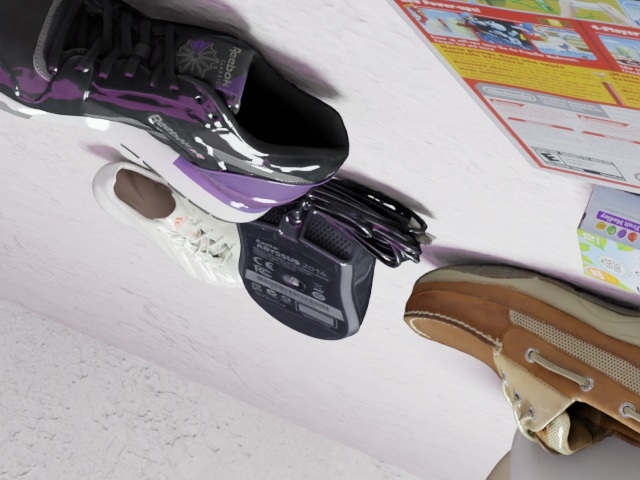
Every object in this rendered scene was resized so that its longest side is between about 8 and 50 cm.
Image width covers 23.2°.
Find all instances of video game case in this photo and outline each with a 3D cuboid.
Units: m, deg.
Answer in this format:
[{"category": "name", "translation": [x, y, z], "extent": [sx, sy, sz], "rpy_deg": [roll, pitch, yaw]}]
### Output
[{"category": "video game case", "translation": [0.138, -0.086, 0.747], "extent": [0.204, 0.025, 0.285], "rpy_deg": [16, 166, 37]}]

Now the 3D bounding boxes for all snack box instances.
[{"category": "snack box", "translation": [0.233, 0.017, 0.969], "extent": [0.141, 0.037, 0.100], "rpy_deg": [21, 166, 18]}]

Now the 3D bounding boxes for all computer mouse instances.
[{"category": "computer mouse", "translation": [0.000, 0.000, 1.306], "extent": [0.188, 0.072, 0.272], "rpy_deg": [25, 156, 8]}]

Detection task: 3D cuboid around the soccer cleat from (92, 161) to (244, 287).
[{"category": "soccer cleat", "translation": [-0.131, -0.012, 1.498], "extent": [0.196, 0.068, 0.076], "rpy_deg": [30, 164, -13]}]

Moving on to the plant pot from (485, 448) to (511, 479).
[{"category": "plant pot", "translation": [0.281, 0.302, 1.660], "extent": [0.284, 0.284, 0.191], "rpy_deg": [28, -158, -14]}]

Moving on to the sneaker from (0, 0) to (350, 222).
[{"category": "sneaker", "translation": [-0.104, -0.115, 0.987], "extent": [0.283, 0.107, 0.124], "rpy_deg": [27, 154, -29]}]

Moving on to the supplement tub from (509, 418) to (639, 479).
[{"category": "supplement tub", "translation": [0.271, 0.251, 1.341], "extent": [0.191, 0.191, 0.272], "rpy_deg": [18, 145, 29]}]

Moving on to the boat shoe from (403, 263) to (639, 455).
[{"category": "boat shoe", "translation": [0.197, 0.106, 1.225], "extent": [0.324, 0.120, 0.122], "rpy_deg": [14, 164, 39]}]
